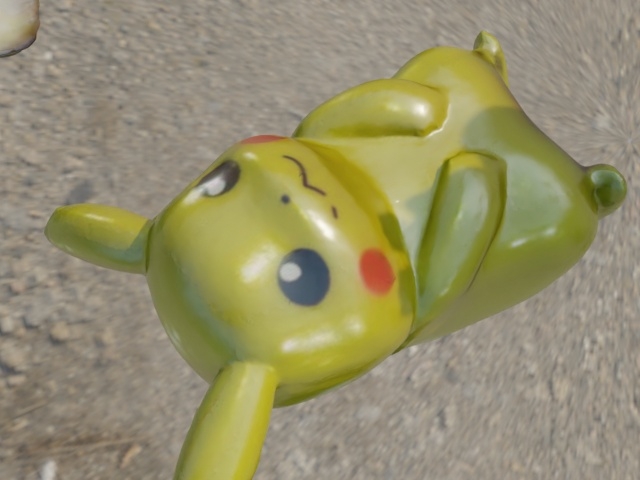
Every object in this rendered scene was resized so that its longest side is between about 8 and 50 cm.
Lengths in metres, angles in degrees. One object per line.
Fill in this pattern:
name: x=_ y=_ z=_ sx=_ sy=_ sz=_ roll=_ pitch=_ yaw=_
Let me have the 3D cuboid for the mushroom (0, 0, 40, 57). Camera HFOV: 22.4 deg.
mushroom: x=-0.336 y=-0.211 z=1.163 sx=0.236 sy=0.162 sz=0.173 roll=-19 pitch=47 yaw=-17

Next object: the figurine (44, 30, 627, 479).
figurine: x=0.006 y=-0.003 z=0.951 sx=0.218 sy=0.327 sz=0.169 roll=51 pitch=145 yaw=27
